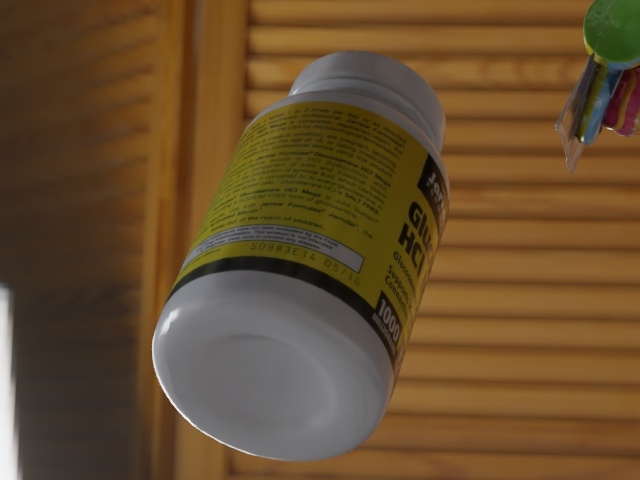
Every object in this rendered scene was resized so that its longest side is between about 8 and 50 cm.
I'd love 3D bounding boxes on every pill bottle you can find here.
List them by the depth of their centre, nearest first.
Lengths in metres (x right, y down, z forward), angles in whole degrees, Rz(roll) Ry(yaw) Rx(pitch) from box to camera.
[{"bbox_3d":[0.000,0.000,1.532,0.188,0.334,0.188,10,135,10],"label":"pill bottle"}]

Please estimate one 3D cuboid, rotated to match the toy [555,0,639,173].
[{"bbox_3d":[0.200,-0.110,1.200,0.056,0.137,0.237,24,180,13],"label":"toy"}]
